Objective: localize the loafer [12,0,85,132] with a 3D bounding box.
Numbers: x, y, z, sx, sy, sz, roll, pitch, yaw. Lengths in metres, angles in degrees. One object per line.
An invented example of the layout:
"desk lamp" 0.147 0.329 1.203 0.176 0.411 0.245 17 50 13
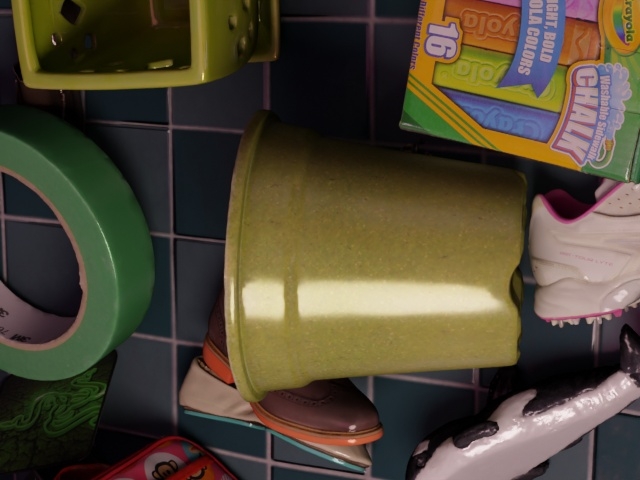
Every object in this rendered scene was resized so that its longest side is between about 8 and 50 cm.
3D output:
"loafer" -0.323 -0.179 1.613 0.080 0.078 0.220 13 106 26

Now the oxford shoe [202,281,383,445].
"oxford shoe" -0.034 0.126 1.462 0.271 0.097 0.098 29 121 42

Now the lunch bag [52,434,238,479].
"lunch bag" -0.190 0.339 1.533 0.258 0.293 0.120 43 122 13

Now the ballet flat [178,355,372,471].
"ballet flat" -0.047 0.182 1.548 0.248 0.086 0.086 14 107 27

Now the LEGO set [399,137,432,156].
"LEGO set" 0.110 -0.063 1.442 0.054 0.023 0.083 -7 84 27

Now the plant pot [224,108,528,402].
"plant pot" 0.063 0.021 1.310 0.253 0.276 0.276 3 103 9

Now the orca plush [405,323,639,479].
"orca plush" 0.196 0.157 1.397 0.287 0.151 0.102 -42 49 31

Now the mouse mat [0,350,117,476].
"mouse mat" -0.330 0.209 1.680 0.189 0.153 0.007 -14 136 29

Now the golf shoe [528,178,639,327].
"golf shoe" 0.324 -0.010 1.284 0.306 0.115 0.140 -13 90 30

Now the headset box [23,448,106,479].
"headset box" -0.325 0.427 1.726 0.218 0.110 0.293 48 118 11

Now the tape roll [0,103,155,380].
"tape roll" -0.344 0.005 1.626 0.321 0.077 0.321 14 120 26

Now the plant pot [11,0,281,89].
"plant pot" -0.164 -0.275 1.433 0.228 0.207 0.227 3 102 28

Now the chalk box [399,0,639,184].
"chalk box" 0.245 -0.163 1.255 0.289 0.180 0.179 15 108 24
